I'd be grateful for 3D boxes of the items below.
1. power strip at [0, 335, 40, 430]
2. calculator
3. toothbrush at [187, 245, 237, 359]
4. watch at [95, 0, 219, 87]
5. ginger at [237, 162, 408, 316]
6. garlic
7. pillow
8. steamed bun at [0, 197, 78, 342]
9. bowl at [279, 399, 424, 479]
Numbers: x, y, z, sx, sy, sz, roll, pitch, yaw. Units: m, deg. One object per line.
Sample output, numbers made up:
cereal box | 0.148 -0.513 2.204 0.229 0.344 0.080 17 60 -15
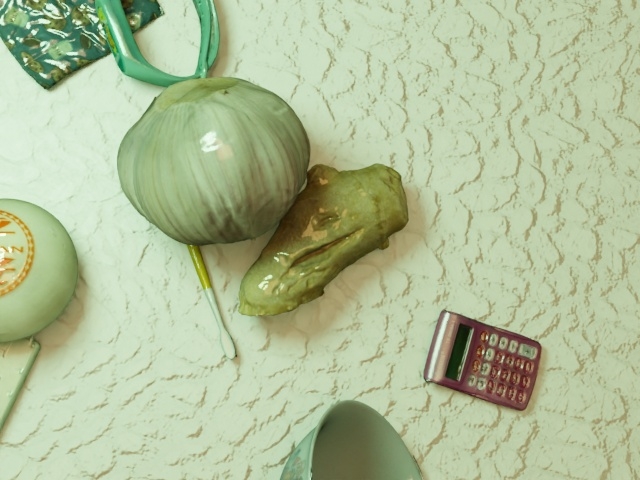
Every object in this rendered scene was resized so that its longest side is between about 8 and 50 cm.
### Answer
power strip | -0.513 0.226 1.493 0.081 0.035 0.192 23 78 -1
calculator | 0.271 0.202 1.593 0.190 0.034 0.127 20 77 -9
toothbrush | -0.192 0.059 1.569 0.021 0.024 0.288 -18 81 -12
watch | -0.265 -0.360 1.596 0.195 0.068 0.237 -20 86 -23
ginger | 0.000 0.000 1.546 0.354 0.126 0.190 -47 115 -14
garlic | -0.159 -0.113 1.467 0.317 0.317 0.259 -27 121 -11
pillow | -0.420 -0.390 1.616 0.255 0.034 0.189 -37 88 -13
steamed bun | -0.491 0.036 1.456 0.231 0.145 0.232 3 68 -6
bowl | 0.026 0.425 1.427 0.157 0.345 0.345 -23 82 27
